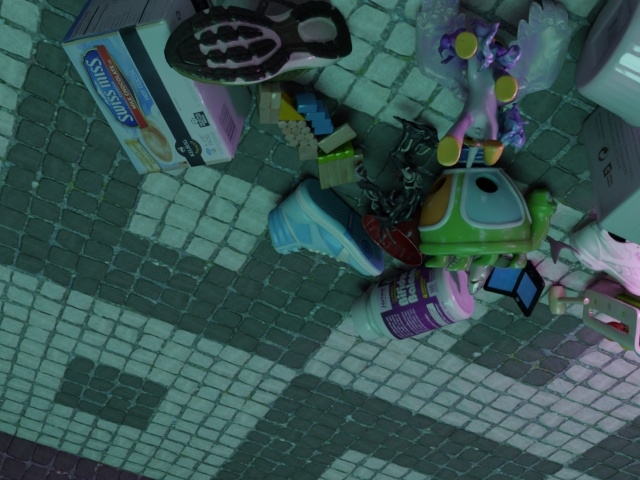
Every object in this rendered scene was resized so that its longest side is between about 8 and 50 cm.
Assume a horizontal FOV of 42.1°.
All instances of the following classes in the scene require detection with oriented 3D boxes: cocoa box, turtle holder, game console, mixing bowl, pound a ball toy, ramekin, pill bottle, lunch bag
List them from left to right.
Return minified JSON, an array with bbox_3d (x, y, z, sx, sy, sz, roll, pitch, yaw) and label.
[{"bbox_3d":[-0.321,-0.344,1.707,0.227,0.232,0.347,-7,134,18],"label":"cocoa box"},{"bbox_3d":[0.200,-0.034,2.020,0.181,0.098,0.181,36,164,12],"label":"mixing bowl"},{"bbox_3d":[0.237,0.166,2.194,0.301,0.169,0.169,-22,128,28],"label":"pill bottle"},{"bbox_3d":[0.348,-0.202,1.866,0.098,0.067,0.065,-1,136,8],"label":"lunch bag"},{"bbox_3d":[0.383,-0.051,1.891,0.320,0.243,0.228,-2,91,10],"label":"turtle holder"},{"bbox_3d":[0.504,0.121,2.169,0.085,0.124,0.144,-11,140,-18],"label":"game console"},{"bbox_3d":[0.724,0.203,2.073,0.208,0.319,0.136,0,98,-9],"label":"pound a ball toy"},{"bbox_3d":[0.585,-0.360,1.524,0.135,0.277,0.277,23,135,-3],"label":"ramekin"}]

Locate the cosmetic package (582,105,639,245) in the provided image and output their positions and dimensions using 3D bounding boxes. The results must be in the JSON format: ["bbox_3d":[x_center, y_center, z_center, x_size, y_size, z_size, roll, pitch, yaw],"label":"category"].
[{"bbox_3d":[0.792,-0.161,1.648,0.393,0.330,0.327,22,135,-13],"label":"cosmetic package"}]

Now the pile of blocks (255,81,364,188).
[{"bbox_3d":[-0.017,-0.261,1.835,0.149,0.113,0.362,-28,138,17],"label":"pile of blocks"}]

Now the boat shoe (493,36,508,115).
[{"bbox_3d":[0.357,-0.316,1.741,0.080,0.073,0.224,3,135,10],"label":"boat shoe"}]

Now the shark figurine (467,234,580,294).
[{"bbox_3d":[0.481,0.017,2.056,0.278,0.166,0.116,-23,161,30],"label":"shark figurine"}]

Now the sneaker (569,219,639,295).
[{"bbox_3d":[0.761,0.039,2.015,0.305,0.114,0.152,23,136,-15],"label":"sneaker"}]

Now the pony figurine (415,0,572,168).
[{"bbox_3d":[0.304,-0.300,1.561,0.302,0.363,0.351,10,100,11],"label":"pony figurine"}]

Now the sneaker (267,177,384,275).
[{"bbox_3d":[0.000,0.000,2.096,0.208,0.127,0.319,-30,115,31],"label":"sneaker"}]

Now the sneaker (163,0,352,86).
[{"bbox_3d":[-0.131,-0.351,1.622,0.410,0.158,0.182,-15,170,-38],"label":"sneaker"}]

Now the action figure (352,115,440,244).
[{"bbox_3d":[0.169,-0.137,1.873,0.164,0.141,0.276,2,115,-47],"label":"action figure"}]
